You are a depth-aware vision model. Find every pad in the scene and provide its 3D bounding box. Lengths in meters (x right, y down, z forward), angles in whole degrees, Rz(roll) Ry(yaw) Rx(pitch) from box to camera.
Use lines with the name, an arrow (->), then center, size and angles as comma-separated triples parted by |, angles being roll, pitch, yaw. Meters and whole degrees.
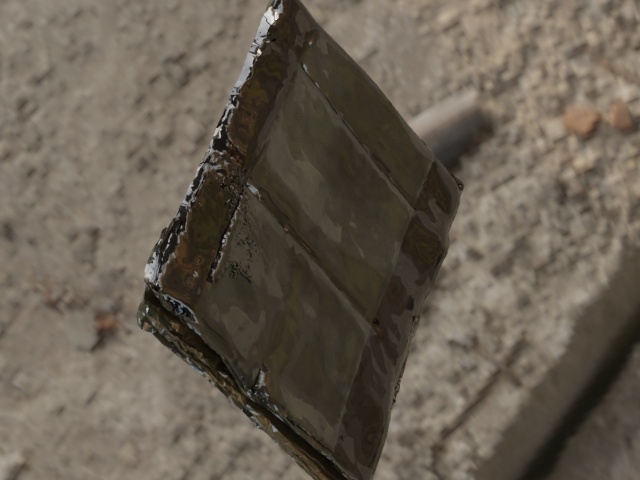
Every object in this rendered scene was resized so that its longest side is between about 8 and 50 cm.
pad -> 0.001, 0.000, 0.955 | 0.022, 0.174, 0.233 | -20, 35, 39
